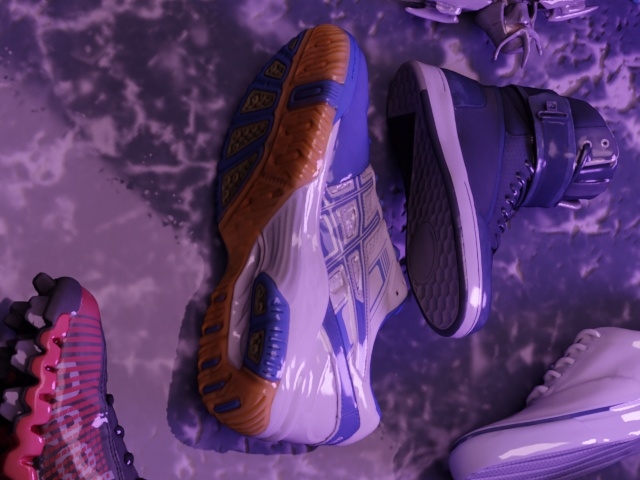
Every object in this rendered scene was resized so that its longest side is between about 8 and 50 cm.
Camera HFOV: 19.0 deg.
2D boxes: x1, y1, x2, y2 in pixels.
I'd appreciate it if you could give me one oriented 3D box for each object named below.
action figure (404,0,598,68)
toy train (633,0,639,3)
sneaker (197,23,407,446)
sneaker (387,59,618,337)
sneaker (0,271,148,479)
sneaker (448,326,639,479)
[{"bbox_3d":[0.135,-0.269,1.434,0.185,0.099,0.285,-2,85,-34],"label":"action figure"},{"bbox_3d":[0.296,-0.264,1.520,0.125,0.046,0.166,12,76,-19],"label":"toy train"},{"bbox_3d":[0.000,0.000,1.344,0.131,0.112,0.296,19,75,-35],"label":"sneaker"},{"bbox_3d":[0.142,-0.025,1.370,0.163,0.086,0.226,10,54,-21],"label":"sneaker"},{"bbox_3d":[-0.157,0.162,1.243,0.135,0.097,0.276,7,80,-19],"label":"sneaker"},{"bbox_3d":[0.198,0.116,1.401,0.258,0.094,0.091,-13,67,-27],"label":"sneaker"}]
